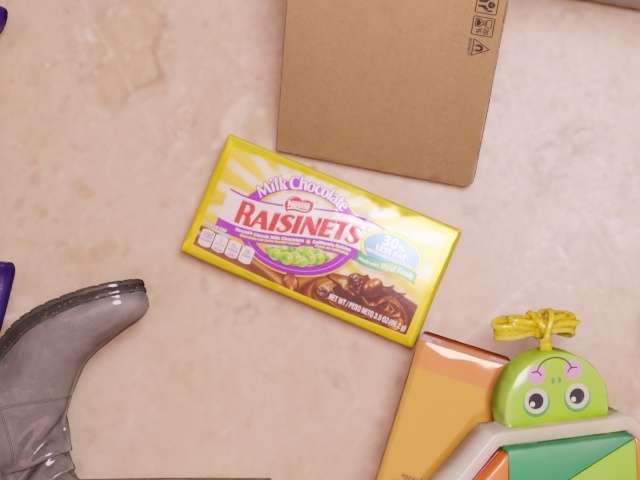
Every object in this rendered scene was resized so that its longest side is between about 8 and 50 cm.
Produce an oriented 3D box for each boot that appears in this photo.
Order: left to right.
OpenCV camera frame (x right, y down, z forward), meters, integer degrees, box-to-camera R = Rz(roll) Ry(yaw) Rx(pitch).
[{"bbox_3d":[-0.212,0.148,1.031,0.246,0.083,0.161,-32,76,11],"label":"boot"}]

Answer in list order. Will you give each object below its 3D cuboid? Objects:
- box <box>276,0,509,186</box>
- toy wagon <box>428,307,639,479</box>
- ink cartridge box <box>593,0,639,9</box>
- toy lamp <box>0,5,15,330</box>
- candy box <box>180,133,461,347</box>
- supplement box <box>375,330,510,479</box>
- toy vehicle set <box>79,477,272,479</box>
[{"bbox_3d":[0.052,-0.139,0.994,0.164,0.021,0.201,11,131,6],"label":"box"},{"bbox_3d":[0.171,0.224,0.961,0.267,0.068,0.344,-5,96,-14],"label":"toy wagon"},{"bbox_3d":[0.251,-0.326,0.975,0.385,0.160,0.279,11,88,5],"label":"ink cartridge box"},{"bbox_3d":[-0.287,-0.053,1.054,0.080,0.080,0.274,-2,89,5],"label":"toy lamp"},{"bbox_3d":[0.000,0.000,1.054,0.206,0.027,0.105,22,87,5],"label":"candy box"},{"bbox_3d":[0.080,0.193,1.018,0.078,0.080,0.233,18,88,5],"label":"supplement box"},{"bbox_3d":[-0.118,0.326,1.051,0.166,0.035,0.266,-2,88,5],"label":"toy vehicle set"}]
